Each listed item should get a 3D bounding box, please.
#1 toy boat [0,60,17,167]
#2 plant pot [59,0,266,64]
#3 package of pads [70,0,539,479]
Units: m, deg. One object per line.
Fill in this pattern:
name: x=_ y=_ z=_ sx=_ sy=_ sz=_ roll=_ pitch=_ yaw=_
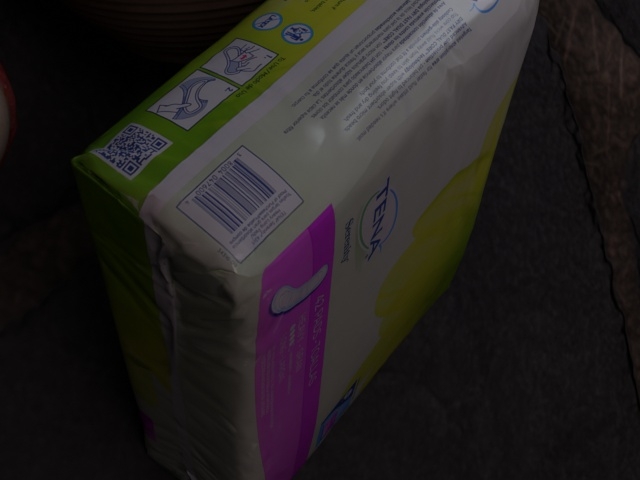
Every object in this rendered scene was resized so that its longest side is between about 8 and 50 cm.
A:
toy boat: x=-0.265 y=-0.082 z=0.440 sx=0.231 sy=0.151 sz=0.151 roll=6 pitch=52 yaw=-34
plant pot: x=-0.066 y=-0.175 z=0.543 sx=0.237 sy=0.237 sz=0.110 roll=-35 pitch=136 yaw=-32
package of pads: x=0.000 y=0.000 z=0.515 sx=0.101 sy=0.296 sz=0.229 roll=34 pitch=61 yaw=17
